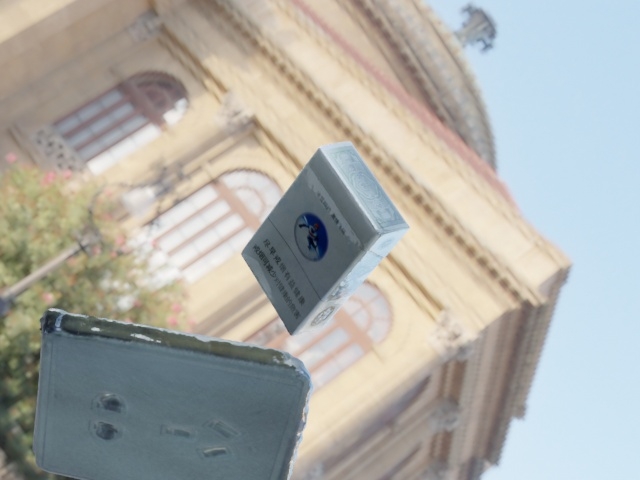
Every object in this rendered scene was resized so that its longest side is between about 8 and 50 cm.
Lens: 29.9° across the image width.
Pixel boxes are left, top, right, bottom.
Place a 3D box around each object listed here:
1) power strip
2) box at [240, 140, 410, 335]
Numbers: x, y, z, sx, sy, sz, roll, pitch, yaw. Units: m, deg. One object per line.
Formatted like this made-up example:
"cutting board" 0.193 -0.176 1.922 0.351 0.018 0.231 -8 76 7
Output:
"power strip" -0.117 0.125 0.949 0.064 0.213 0.198 -83 -173 -48
"box" 0.000 0.000 0.568 0.054 0.024 0.083 58 -47 22
